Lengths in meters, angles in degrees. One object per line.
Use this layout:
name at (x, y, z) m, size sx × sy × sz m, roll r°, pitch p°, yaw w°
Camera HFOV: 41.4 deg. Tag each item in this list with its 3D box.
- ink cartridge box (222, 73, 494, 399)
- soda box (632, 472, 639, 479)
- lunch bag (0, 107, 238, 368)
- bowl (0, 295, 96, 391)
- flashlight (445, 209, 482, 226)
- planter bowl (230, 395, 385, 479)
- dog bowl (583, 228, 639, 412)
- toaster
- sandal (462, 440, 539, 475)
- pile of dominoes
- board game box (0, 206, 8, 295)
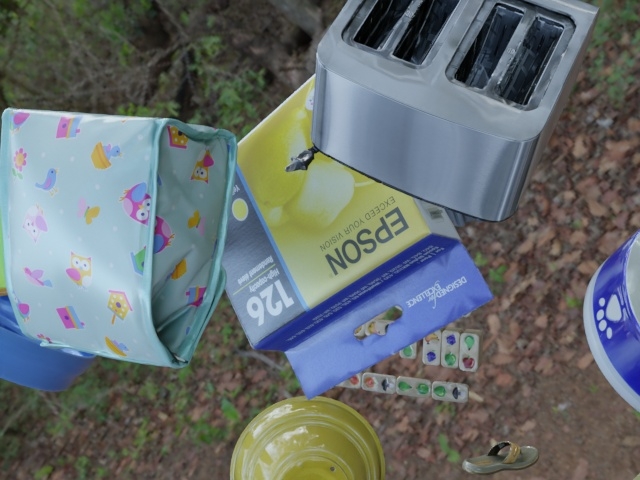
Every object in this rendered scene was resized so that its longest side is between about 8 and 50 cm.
ink cartridge box at (0.000, 0.000, 0.984) m, size 0.304 × 0.307 × 0.072 m, roll -36°, pitch -17°, yaw 35°
soda box at (0.301, 0.218, 0.723) m, size 0.058 × 0.061 × 0.181 m, roll 50°, pitch 132°, yaw 32°
lunch bag at (-0.220, -0.002, 0.908) m, size 0.223 × 0.160 × 0.262 m, roll 7°, pitch 95°, yaw 26°
bowl at (-0.558, 0.125, 1.383) m, size 0.077 × 0.391 × 0.391 m, roll -60°, pitch 25°, yaw -5°
flashlight at (0.196, -0.166, 1.259) m, size 0.103 × 0.304 × 0.103 m, roll -32°, pitch 28°, yaw -13°
planter bowl at (-0.014, 0.325, 1.140) m, size 0.217 × 0.217 × 0.090 m, roll -51°, pitch 5°, yaw -1°
dog bowl at (0.466, 0.097, 1.030) m, size 0.104 × 0.265 × 0.264 m, roll 111°, pitch -178°, yaw -58°
toaster at (0.090, -0.114, 0.615) m, size 0.185 × 0.168 × 0.110 m, roll -59°, pitch -15°, yaw -27°
sandal at (0.357, 0.420, 1.661) m, size 0.072 × 0.180 × 0.049 m, roll 8°, pitch 98°, yaw 63°
pile of dominoes at (0.128, 0.151, 1.335) m, size 0.251 × 0.040 × 0.195 m, roll 3°, pitch 95°, yaw 21°
board game box at (-0.359, 0.002, 1.074) m, size 0.260 × 0.039 × 0.124 m, roll -8°, pitch 67°, yaw 15°
